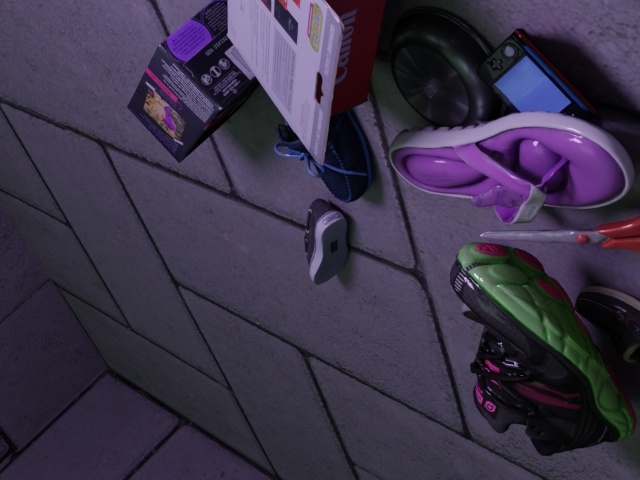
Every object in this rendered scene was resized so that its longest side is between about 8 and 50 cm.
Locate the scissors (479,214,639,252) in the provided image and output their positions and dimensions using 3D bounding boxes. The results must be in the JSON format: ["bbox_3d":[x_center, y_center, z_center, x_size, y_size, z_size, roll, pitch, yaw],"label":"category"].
[{"bbox_3d":[0.358,0.002,1.275,0.297,0.021,0.109,-12,135,33],"label":"scissors"}]

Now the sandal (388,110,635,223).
[{"bbox_3d":[0.234,-0.075,1.304,0.169,0.102,0.416,41,162,-26],"label":"sandal"}]

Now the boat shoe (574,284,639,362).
[{"bbox_3d":[0.454,0.140,1.409,0.223,0.073,0.080,31,154,30],"label":"boat shoe"}]

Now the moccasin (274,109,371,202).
[{"bbox_3d":[-0.028,-0.189,1.591,0.137,0.117,0.342,14,141,47],"label":"moccasin"}]

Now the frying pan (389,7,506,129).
[{"bbox_3d":[0.200,-0.172,1.367,0.326,0.053,0.197,56,154,-16],"label":"frying pan"}]

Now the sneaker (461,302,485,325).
[{"bbox_3d":[0.307,0.088,1.567,0.083,0.118,0.222,-4,157,39],"label":"sneaker"}]

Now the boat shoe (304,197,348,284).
[{"bbox_3d":[0.000,0.000,1.888,0.076,0.080,0.228,53,163,25],"label":"boat shoe"}]

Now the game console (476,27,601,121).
[{"bbox_3d":[0.261,-0.179,1.203,0.144,0.085,0.124,46,134,-1],"label":"game console"}]

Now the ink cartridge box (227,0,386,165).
[{"bbox_3d":[-0.006,-0.295,1.293,0.272,0.130,0.309,57,162,21],"label":"ink cartridge box"}]

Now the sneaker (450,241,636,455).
[{"bbox_3d":[0.303,0.187,1.435,0.483,0.202,0.185,50,-165,-38],"label":"sneaker"}]

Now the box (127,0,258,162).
[{"bbox_3d":[-0.200,-0.268,1.675,0.143,0.165,0.270,47,155,-5],"label":"box"}]
